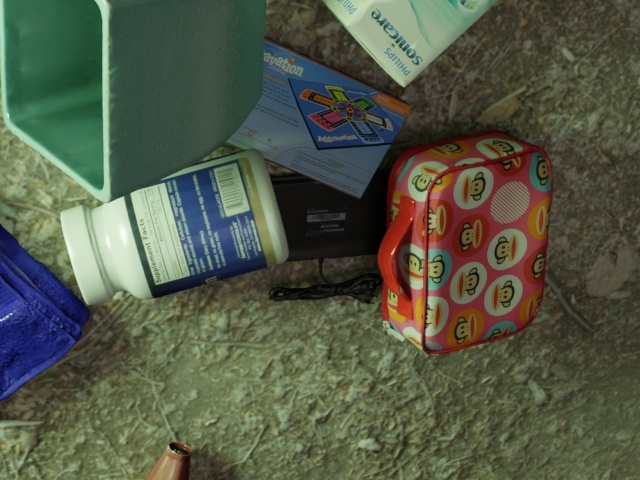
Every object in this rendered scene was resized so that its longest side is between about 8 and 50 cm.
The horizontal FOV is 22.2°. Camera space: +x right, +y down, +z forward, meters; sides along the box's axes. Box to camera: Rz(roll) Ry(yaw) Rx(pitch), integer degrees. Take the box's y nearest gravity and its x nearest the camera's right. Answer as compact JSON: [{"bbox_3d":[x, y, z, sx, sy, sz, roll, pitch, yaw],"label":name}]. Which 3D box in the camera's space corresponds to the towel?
[{"bbox_3d":[-0.460,0.080,2.049,0.227,0.076,0.308,-39,126,2],"label":"towel"}]

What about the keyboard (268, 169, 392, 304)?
[{"bbox_3d":[0.000,0.000,2.227,0.317,0.033,0.201,-4,114,-20],"label":"keyboard"}]

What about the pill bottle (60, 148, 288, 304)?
[{"bbox_3d":[-0.183,-0.012,2.057,0.265,0.153,0.153,-15,124,-2],"label":"pill bottle"}]

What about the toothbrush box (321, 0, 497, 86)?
[{"bbox_3d":[0.134,-0.358,1.957,0.295,0.216,0.126,-43,125,7],"label":"toothbrush box"}]

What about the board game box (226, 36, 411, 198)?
[{"bbox_3d":[-0.031,-0.165,2.105,0.281,0.027,0.145,22,106,-29],"label":"board game box"}]

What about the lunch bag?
[{"bbox_3d":[0.186,0.008,2.223,0.258,0.120,0.293,-14,119,-32],"label":"lunch bag"}]

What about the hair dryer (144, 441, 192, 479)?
[{"bbox_3d":[-0.190,0.403,2.378,0.223,0.080,0.293,-35,134,-20],"label":"hair dryer"}]

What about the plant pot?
[{"bbox_3d":[-0.202,-0.226,1.883,0.252,0.247,0.248,-18,126,-33],"label":"plant pot"}]
